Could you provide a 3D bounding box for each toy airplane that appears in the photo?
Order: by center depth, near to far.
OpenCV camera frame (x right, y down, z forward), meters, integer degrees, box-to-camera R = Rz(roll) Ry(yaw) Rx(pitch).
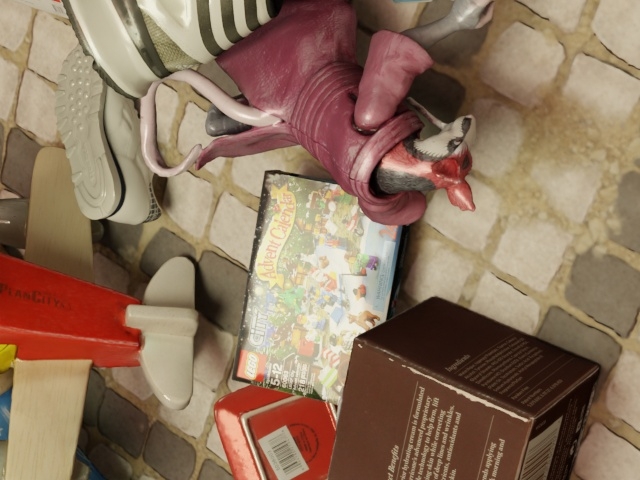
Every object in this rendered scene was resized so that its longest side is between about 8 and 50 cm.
[{"bbox_3d":[-0.330,0.107,1.548,0.384,0.386,0.272,51,134,0],"label":"toy airplane"}]

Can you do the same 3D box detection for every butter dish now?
[{"bbox_3d":[-0.028,0.229,1.516,0.159,0.118,0.160,-20,86,-7],"label":"butter dish"}]

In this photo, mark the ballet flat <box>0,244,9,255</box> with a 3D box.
[{"bbox_3d":[-0.488,0.009,1.753,0.116,0.124,0.342,-39,80,35],"label":"ballet flat"}]

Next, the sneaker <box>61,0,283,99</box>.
[{"bbox_3d":[-0.163,-0.386,1.273,0.257,0.169,0.448,-23,92,10],"label":"sneaker"}]

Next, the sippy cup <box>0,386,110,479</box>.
[{"bbox_3d":[-0.397,0.304,1.686,0.305,0.240,0.224,-25,97,43],"label":"sippy cup"}]

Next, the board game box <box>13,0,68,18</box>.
[{"bbox_3d":[-0.421,-0.376,1.581,0.305,0.053,0.193,21,152,28],"label":"board game box"}]

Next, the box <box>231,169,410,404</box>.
[{"bbox_3d":[0.002,0.052,1.428,0.159,0.044,0.233,11,98,14],"label":"box"}]

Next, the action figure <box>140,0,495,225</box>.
[{"bbox_3d":[0.013,-0.130,1.278,0.370,0.275,0.248,43,142,48],"label":"action figure"}]

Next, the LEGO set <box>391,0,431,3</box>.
[{"bbox_3d":[0.094,-0.301,1.232,0.182,0.060,0.244,3,145,33],"label":"LEGO set"}]

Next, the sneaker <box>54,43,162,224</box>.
[{"bbox_3d":[-0.248,-0.129,1.583,0.090,0.094,0.235,-23,70,41],"label":"sneaker"}]

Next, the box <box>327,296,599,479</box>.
[{"bbox_3d":[0.144,0.184,1.347,0.203,0.167,0.169,23,115,27],"label":"box"}]
